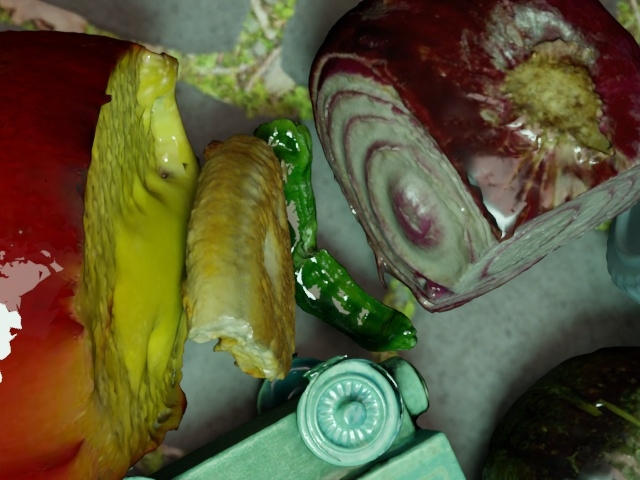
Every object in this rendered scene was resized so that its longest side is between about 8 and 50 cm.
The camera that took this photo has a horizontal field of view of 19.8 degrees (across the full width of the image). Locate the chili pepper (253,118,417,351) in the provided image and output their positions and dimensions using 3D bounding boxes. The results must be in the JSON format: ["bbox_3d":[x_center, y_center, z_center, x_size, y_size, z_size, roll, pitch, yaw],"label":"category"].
[{"bbox_3d":[-0.004,0.005,1.233,0.073,0.050,0.182,-32,86,17],"label":"chili pepper"}]

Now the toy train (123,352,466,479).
[{"bbox_3d":[-0.039,0.197,1.179,0.298,0.120,0.194,-27,97,-19],"label":"toy train"}]

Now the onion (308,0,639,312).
[{"bbox_3d":[0.117,-0.089,1.218,0.206,0.216,0.207,-29,85,-23],"label":"onion"}]

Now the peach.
[{"bbox_3d":[-0.168,0.010,1.078,0.338,0.281,0.281,-30,93,-39],"label":"peach"}]

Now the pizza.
[{"bbox_3d":[-0.048,0.023,1.162,0.062,0.161,0.182,-11,51,12],"label":"pizza"}]

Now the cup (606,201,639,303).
[{"bbox_3d":[0.383,0.025,1.239,0.311,0.331,0.257,32,118,-10],"label":"cup"}]

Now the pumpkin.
[{"bbox_3d":[0.225,0.186,1.242,0.238,0.159,0.238,4,77,-16],"label":"pumpkin"}]
